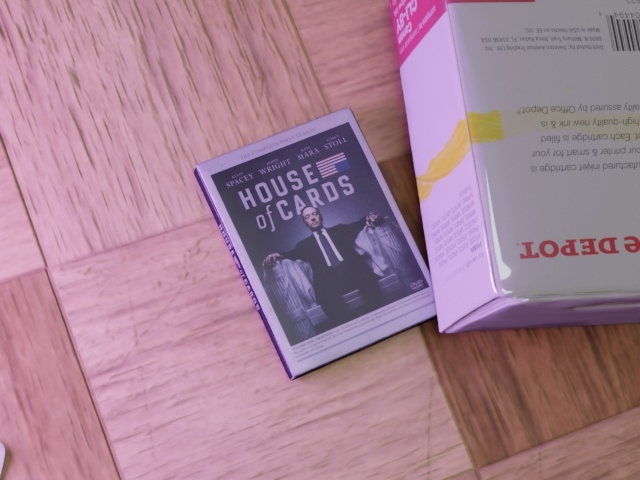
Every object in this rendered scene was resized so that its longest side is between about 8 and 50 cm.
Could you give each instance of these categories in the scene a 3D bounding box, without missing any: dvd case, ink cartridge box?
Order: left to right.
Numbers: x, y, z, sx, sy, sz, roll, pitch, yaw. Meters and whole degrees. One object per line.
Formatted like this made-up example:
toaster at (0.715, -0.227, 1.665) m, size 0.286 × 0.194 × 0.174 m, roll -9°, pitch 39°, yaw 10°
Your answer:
dvd case at (0.000, 0.000, 1.502) m, size 0.179 × 0.029 × 0.238 m, roll -22°, pitch 80°, yaw -17°
ink cartridge box at (0.243, -0.108, 1.504) m, size 0.279 × 0.160 × 0.384 m, roll -2°, pitch 74°, yaw -19°

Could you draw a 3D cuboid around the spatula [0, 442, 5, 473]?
spatula at (-0.425, 0.239, 1.353) m, size 0.242 × 0.019 × 0.168 m, roll 12°, pitch 77°, yaw -7°
